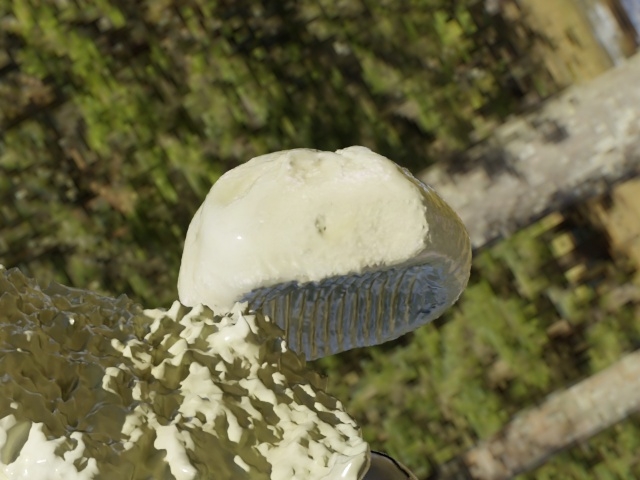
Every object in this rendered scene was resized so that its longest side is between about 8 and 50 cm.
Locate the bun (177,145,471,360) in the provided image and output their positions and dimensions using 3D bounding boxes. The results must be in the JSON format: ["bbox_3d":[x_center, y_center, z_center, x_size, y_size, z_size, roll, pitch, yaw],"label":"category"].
[{"bbox_3d":[0.000,0.000,1.146,0.231,0.231,0.133,56,-158,-64],"label":"bun"}]

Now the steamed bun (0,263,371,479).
[{"bbox_3d":[-0.150,0.121,0.840,0.272,0.273,0.290,39,-167,0],"label":"steamed bun"}]

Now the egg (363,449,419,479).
[{"bbox_3d":[0.020,0.244,1.182,0.146,0.146,0.199,-118,36,-47],"label":"egg"}]
